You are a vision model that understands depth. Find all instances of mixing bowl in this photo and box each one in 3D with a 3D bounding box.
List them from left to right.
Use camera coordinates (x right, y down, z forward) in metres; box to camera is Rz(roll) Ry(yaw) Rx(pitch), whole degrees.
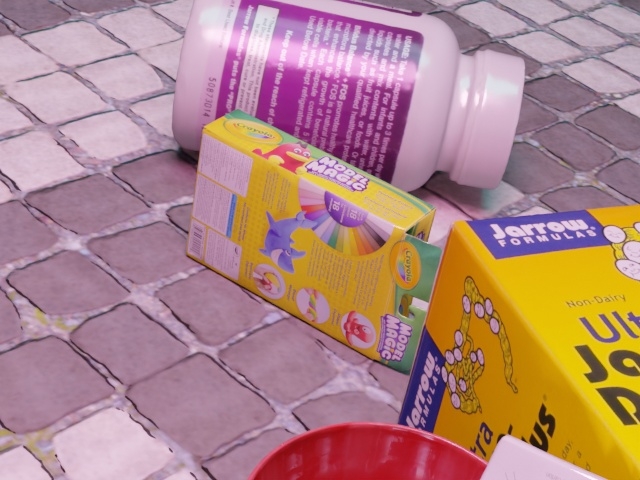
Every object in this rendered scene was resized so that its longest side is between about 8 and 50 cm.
[{"bbox_3d":[0.035,0.204,0.767,0.181,0.098,0.181,7,34,-5],"label":"mixing bowl"}]

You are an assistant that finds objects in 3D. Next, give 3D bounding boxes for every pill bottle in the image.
[{"bbox_3d":[0.027,-0.136,1.198,0.301,0.169,0.169,12,34,1],"label":"pill bottle"}]

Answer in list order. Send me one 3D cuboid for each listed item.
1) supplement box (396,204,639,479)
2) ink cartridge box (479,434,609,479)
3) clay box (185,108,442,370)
[{"bbox_3d":[0.219,0.155,0.807,0.194,0.195,0.356,-5,37,-23],"label":"supplement box"},{"bbox_3d":[0.087,0.271,0.580,0.165,0.065,0.332,23,79,30],"label":"ink cartridge box"},{"bbox_3d":[0.000,0.000,1.028,0.222,0.127,0.053,28,38,21],"label":"clay box"}]
